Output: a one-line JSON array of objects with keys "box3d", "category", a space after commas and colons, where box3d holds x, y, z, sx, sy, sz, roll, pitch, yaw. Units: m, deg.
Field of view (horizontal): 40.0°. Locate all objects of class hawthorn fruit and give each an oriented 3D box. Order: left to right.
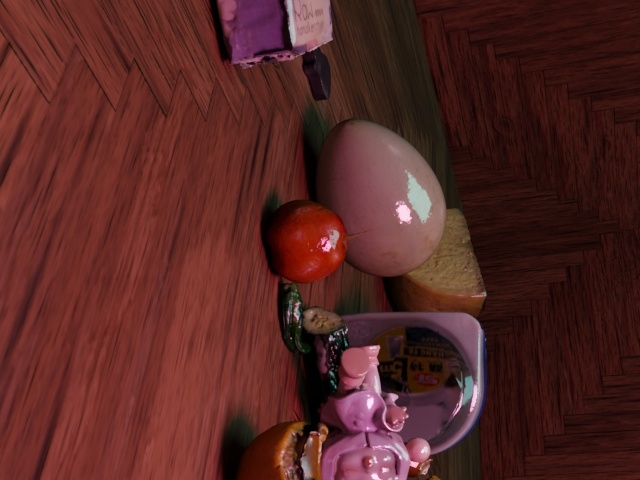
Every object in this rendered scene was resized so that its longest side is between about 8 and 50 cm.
[{"box3d": [-0.015, 0.007, 1.265, 0.125, 0.140, 0.125, -59, 168, -20], "category": "hawthorn fruit"}]

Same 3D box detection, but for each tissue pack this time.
[{"box3d": [-0.077, -0.421, 1.208, 0.242, 0.125, 0.344, -54, 135, -69], "category": "tissue pack"}]

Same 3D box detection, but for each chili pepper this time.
[{"box3d": [-0.037, 0.120, 1.284, 0.055, 0.035, 0.118, -36, 115, -54], "category": "chili pepper"}]

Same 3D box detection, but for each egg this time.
[{"box3d": [0.099, -0.076, 1.525, 0.218, 0.218, 0.296, -70, 142, -59], "category": "egg"}]

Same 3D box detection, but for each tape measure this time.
[{"box3d": [0.155, 0.244, 1.533, 0.138, 0.259, 0.262, 46, 44, -65], "category": "tape measure"}]

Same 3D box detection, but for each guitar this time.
[{"box3d": [-0.024, -0.342, 1.559, 0.233, 0.025, 0.088, 60, 29, -56], "category": "guitar"}]

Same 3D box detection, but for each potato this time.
[{"box3d": [0.247, 0.115, 2.092, 0.330, 0.212, 0.280, -94, -174, -50], "category": "potato"}]

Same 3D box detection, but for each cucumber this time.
[{"box3d": [0.020, 0.237, 1.381, 0.077, 0.077, 0.265, -41, 125, -72], "category": "cucumber"}]

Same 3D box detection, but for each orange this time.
[{"box3d": [-0.045, 0.287, 1.035, 0.160, 0.112, 0.170, 13, 94, -85], "category": "orange"}]

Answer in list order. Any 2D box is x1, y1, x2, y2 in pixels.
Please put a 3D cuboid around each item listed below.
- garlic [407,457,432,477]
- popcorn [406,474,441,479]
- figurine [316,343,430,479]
[{"box3d": [0.126, 0.343, 1.652, 0.115, 0.128, 0.207, -2, 79, -31], "category": "garlic"}, {"box3d": [0.177, 0.528, 1.532, 0.190, 0.250, 0.250, 63, 18, -8], "category": "popcorn"}, {"box3d": [0.058, 0.291, 1.293, 0.133, 0.200, 0.276, -171, -100, -79], "category": "figurine"}]
